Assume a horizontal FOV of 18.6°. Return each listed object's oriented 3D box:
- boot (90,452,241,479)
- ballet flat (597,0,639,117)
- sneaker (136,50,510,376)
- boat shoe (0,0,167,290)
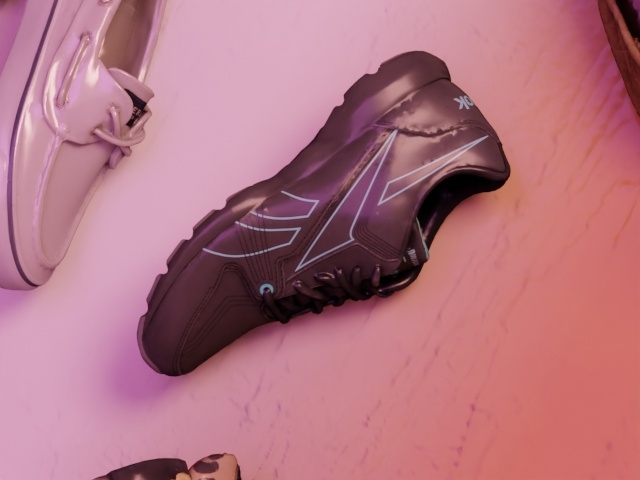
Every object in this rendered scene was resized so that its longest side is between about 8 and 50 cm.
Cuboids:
[{"bbox_3d":[-0.024,0.259,1.145,0.377,0.138,0.284,-22,67,1],"label":"boot"},{"bbox_3d":[0.194,-0.221,1.204,0.116,0.124,0.342,-16,74,10],"label":"ballet flat"},{"bbox_3d":[0.000,0.000,1.217,0.267,0.101,0.106,-43,74,2],"label":"sneaker"},{"bbox_3d":[-0.152,-0.094,1.285,0.088,0.096,0.267,7,71,20],"label":"boat shoe"}]
